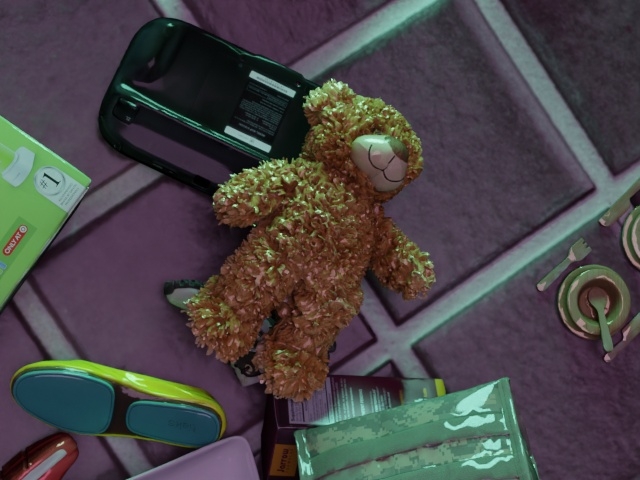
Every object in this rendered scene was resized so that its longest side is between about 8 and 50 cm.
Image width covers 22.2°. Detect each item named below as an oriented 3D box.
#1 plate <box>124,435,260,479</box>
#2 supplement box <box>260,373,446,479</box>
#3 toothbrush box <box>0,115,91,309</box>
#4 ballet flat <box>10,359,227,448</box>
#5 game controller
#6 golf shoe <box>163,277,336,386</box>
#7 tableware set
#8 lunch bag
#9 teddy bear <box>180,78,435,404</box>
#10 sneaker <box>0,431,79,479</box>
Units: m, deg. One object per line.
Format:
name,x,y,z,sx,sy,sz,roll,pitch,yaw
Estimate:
plate,-0.172,0.372,1.701,0.278,0.045,0.277,-19,102,-20
supplement box,0.036,0.205,1.738,0.188,0.104,0.081,3,43,-9
toothbrush box,-0.412,-0.049,1.669,0.283,0.122,0.206,35,70,-7
ballet flat,-0.212,0.168,1.725,0.231,0.077,0.077,13,111,-8
game controller,-0.077,-0.120,1.786,0.319,0.067,0.166,25,68,-7
golf shoe,-0.085,0.105,1.751,0.198,0.077,0.094,24,83,-6
tableware set,0.352,0.033,1.848,0.194,0.039,0.128,-44,94,-10
lunch bag,0.107,0.304,1.586,0.235,0.169,0.287,-15,44,8
teddy bear,0.000,0.000,1.685,0.338,0.113,0.245,-43,93,-15
sneaker,-0.311,0.312,1.706,0.221,0.087,0.128,-42,103,0
